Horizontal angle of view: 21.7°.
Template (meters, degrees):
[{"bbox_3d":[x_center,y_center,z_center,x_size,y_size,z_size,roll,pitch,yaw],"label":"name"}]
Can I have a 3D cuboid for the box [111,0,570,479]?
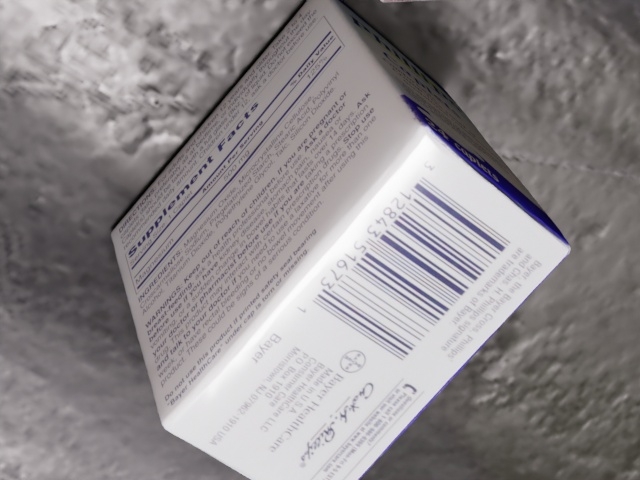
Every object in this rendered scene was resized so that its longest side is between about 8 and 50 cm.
[{"bbox_3d":[0.000,0.000,0.569,0.072,0.137,0.126,35,104,-28],"label":"box"}]
